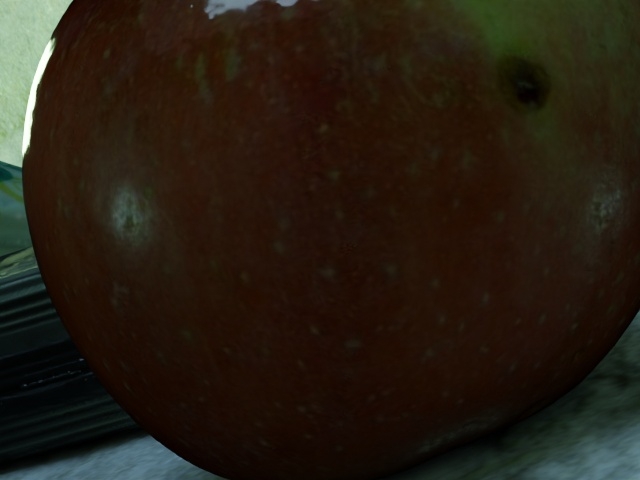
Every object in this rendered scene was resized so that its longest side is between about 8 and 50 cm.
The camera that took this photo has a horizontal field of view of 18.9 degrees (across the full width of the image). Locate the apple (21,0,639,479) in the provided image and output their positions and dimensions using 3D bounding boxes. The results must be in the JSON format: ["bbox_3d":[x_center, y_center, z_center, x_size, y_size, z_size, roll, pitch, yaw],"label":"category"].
[{"bbox_3d":[0.018,-0.040,0.977,0.348,0.277,0.348,-14,12,3],"label":"apple"}]

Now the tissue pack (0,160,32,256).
[{"bbox_3d":[-0.384,0.004,1.539,0.388,0.162,0.287,3,10,-41],"label":"tissue pack"}]

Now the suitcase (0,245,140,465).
[{"bbox_3d":[-0.160,0.061,1.313,0.312,0.128,0.202,-15,8,21],"label":"suitcase"}]
